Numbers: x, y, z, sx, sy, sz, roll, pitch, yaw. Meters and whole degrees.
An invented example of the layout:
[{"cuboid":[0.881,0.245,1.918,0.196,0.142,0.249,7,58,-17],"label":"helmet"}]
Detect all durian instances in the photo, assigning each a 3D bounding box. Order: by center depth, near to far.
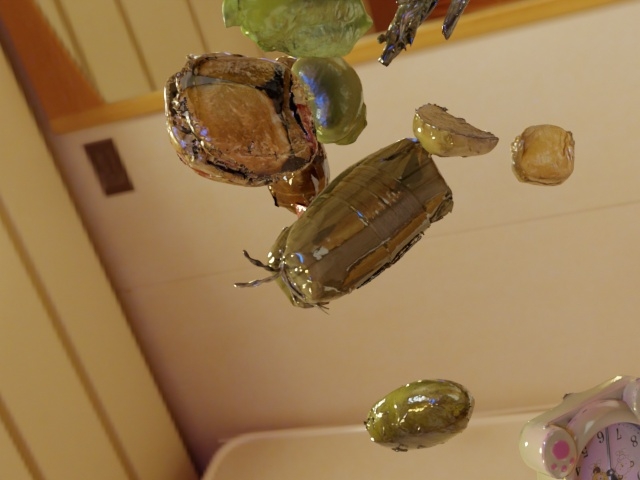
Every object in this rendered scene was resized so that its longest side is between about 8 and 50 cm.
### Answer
[{"cuboid":[-0.030,-0.315,1.372,0.250,0.101,0.139,10,-110,-47],"label":"durian"}]

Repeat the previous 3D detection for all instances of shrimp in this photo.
[{"cuboid":[0.157,-0.330,1.451,0.051,0.217,0.150,24,-163,-32],"label":"shrimp"}]

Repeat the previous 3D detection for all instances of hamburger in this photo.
[{"cuboid":[-0.113,-0.164,1.444,0.230,0.107,0.231,17,-125,-26],"label":"hamburger"},{"cuboid":[0.499,-0.191,2.312,0.083,0.147,0.138,121,152,-76],"label":"hamburger"}]

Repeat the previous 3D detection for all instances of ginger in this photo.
[{"cuboid":[-0.062,-0.272,2.618,0.254,0.176,0.419,-33,-69,-39],"label":"ginger"}]

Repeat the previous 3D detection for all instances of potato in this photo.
[{"cuboid":[0.243,-0.187,1.984,0.100,0.172,0.089,-22,-44,-46],"label":"potato"},{"cuboid":[0.193,0.341,2.007,0.149,0.251,0.113,46,-134,-26],"label":"potato"}]

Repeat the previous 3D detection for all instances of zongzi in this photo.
[{"cuboid":[0.014,0.018,2.254,0.218,0.500,0.467,51,161,-1],"label":"zongzi"}]

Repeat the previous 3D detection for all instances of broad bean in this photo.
[{"cuboid":[0.017,-0.254,1.857,0.082,0.124,0.175,-104,-1,-81],"label":"broad bean"}]

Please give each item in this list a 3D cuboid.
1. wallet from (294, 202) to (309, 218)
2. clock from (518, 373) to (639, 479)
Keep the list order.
[{"cuboid":[-0.010,0.004,2.545,0.020,0.103,0.197,-31,-61,-34],"label":"wallet"},{"cuboid":[0.524,0.426,1.886,0.114,0.283,0.310,7,118,69],"label":"clock"}]
